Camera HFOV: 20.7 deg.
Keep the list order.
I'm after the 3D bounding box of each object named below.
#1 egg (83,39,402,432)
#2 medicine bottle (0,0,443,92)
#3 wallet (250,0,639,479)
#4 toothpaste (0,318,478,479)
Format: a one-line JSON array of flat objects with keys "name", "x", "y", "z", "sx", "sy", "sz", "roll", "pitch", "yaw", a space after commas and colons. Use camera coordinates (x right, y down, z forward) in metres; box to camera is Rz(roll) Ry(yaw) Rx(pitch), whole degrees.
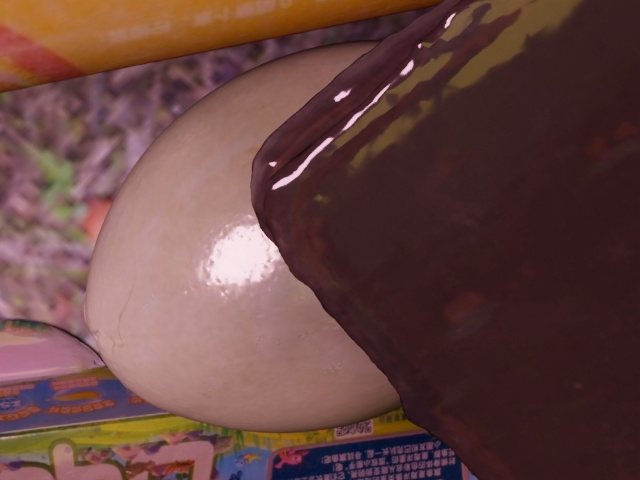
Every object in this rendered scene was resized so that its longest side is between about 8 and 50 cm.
[{"name": "egg", "x": 0.000, "y": 0.000, "z": 0.541, "sx": 0.152, "sy": 0.114, "sz": 0.114, "roll": -24, "pitch": 113, "yaw": -3}, {"name": "medicine bottle", "x": 0.022, "y": -0.111, "z": 0.510, "sx": 0.426, "sy": 0.108, "sz": 0.108, "roll": -12, "pitch": 112, "yaw": -9}, {"name": "wallet", "x": 0.139, "y": -0.054, "z": 0.465, "sx": 0.309, "sy": 0.042, "sz": 0.165, "roll": -39, "pitch": 114, "yaw": 7}, {"name": "toothpaste", "x": -0.043, "y": 0.060, "z": 0.590, "sx": 0.193, "sy": 0.044, "sz": 0.070, "roll": -6, "pitch": 111, "yaw": -12}]
